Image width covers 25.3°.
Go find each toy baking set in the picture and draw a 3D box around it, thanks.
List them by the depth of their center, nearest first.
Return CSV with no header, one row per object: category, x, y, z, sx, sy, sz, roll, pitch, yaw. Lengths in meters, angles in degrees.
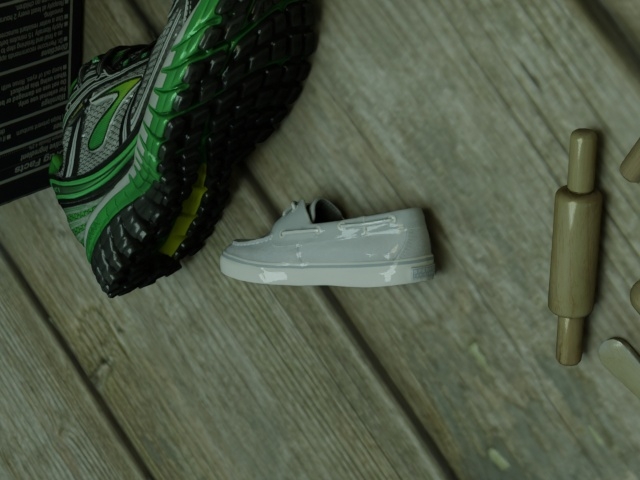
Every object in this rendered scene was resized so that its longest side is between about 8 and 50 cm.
toy baking set,0.223,0.045,0.866,0.197,0.030,0.256,23,122,34

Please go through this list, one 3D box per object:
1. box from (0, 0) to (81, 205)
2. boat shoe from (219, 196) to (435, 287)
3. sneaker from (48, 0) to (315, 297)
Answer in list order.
box,-0.349,-0.166,1.104,0.183,0.296,0.294,26,124,31
boat shoe,0.000,0.000,1.030,0.184,0.066,0.063,1,95,45
sneaker,-0.125,-0.102,1.044,0.146,0.134,0.343,50,134,14
